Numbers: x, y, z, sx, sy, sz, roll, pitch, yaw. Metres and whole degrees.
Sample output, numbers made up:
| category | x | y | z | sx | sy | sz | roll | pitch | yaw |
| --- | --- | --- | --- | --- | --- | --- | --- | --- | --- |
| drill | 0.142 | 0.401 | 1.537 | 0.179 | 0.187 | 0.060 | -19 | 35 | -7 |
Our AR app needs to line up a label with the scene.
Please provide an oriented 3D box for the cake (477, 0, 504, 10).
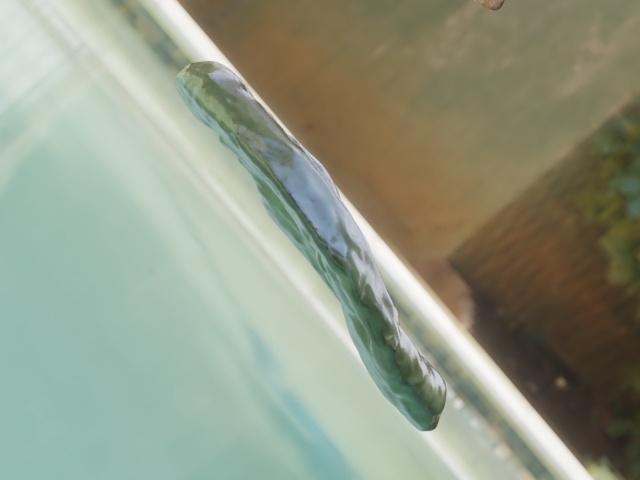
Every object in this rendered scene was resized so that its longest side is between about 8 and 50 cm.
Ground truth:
| category | x | y | z | sx | sy | sz | roll | pitch | yaw |
| --- | --- | --- | --- | --- | --- | --- | --- | --- | --- |
| cake | 0.084 | -0.217 | 1.228 | 0.090 | 0.109 | 0.225 | 19 | 13 | -10 |

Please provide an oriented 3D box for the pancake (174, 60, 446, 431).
| category | x | y | z | sx | sy | sz | roll | pitch | yaw |
| --- | --- | --- | --- | --- | --- | --- | --- | --- | --- |
| pancake | 0.001 | 0.000 | 1.067 | 0.236 | 0.042 | 0.222 | 58 | -5 | -22 |
